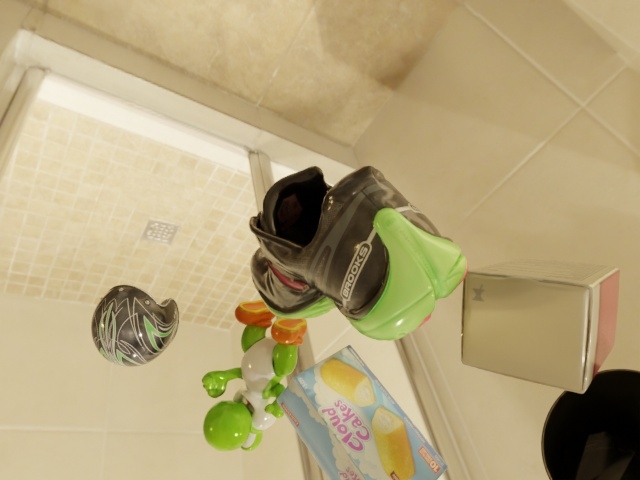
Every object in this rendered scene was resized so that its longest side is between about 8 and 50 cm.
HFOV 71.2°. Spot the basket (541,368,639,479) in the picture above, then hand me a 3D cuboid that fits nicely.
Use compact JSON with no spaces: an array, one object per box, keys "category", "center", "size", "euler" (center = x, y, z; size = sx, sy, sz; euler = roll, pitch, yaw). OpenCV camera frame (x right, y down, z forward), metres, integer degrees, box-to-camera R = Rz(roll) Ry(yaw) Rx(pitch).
[{"category":"basket","center":[0.406,0.322,0.615],"size":[0.204,0.154,0.227],"euler":[-43,129,-19]}]

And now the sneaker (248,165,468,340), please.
[{"category":"sneaker","center":[0.000,0.000,0.624],"size":[0.185,0.483,0.202],"euler":[-38,100,-23]}]

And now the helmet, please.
[{"category":"helmet","center":[-0.389,0.176,0.931],"size":[0.169,0.169,0.161],"euler":[-25,170,9]}]

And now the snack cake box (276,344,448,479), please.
[{"category":"snack cake box","center":[0.066,0.329,0.765],"size":[0.152,0.264,0.089],"euler":[-17,147,-45]}]

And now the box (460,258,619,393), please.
[{"category":"box","center":[0.309,0.100,0.618],"size":[0.148,0.127,0.232],"euler":[5,-174,40]}]

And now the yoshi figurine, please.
[{"category":"yoshi figurine","center":[-0.163,0.331,1.008],"size":[0.203,0.203,0.362],"euler":[11,104,-15]}]
